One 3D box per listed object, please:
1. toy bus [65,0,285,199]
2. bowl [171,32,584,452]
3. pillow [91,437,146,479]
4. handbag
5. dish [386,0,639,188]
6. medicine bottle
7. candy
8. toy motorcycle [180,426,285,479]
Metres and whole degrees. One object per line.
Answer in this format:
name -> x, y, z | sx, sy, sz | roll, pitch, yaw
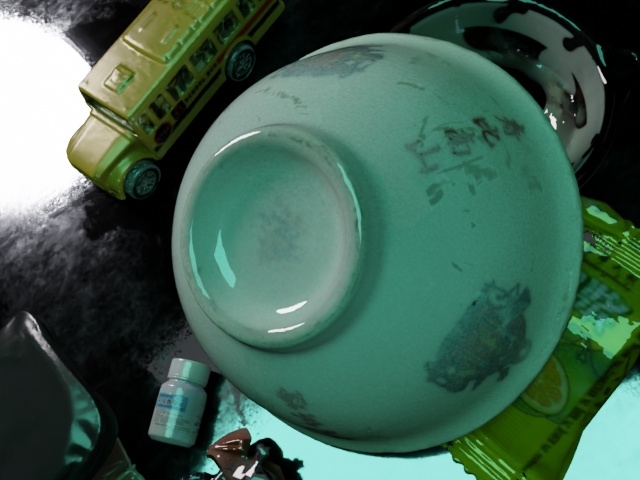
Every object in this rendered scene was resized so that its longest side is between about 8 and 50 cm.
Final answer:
toy bus -> -0.191, -0.215, 0.921 | 0.121, 0.123, 0.336 | 33, 78, 21
bowl -> 0.000, 0.000, 0.673 | 0.434, 0.196, 0.435 | -1, 88, 29
pillow -> -0.236, 0.273, 0.756 | 0.126, 0.043, 0.232 | -41, 67, -3
handbag -> -0.343, 0.245, 0.743 | 0.191, 0.075, 0.332 | 42, 99, 27
dish -> 0.180, -0.132, 0.815 | 0.302, 0.120, 0.303 | -3, 70, 8
medicine bottle -> -0.152, 0.177, 0.799 | 0.052, 0.052, 0.089 | 8, 70, 14
candy -> 0.228, 0.113, 0.699 | 0.187, 0.081, 0.297 | 39, 103, 22
toy motorcycle -> -0.041, 0.260, 0.726 | 0.212, 0.084, 0.118 | 18, 60, 3
